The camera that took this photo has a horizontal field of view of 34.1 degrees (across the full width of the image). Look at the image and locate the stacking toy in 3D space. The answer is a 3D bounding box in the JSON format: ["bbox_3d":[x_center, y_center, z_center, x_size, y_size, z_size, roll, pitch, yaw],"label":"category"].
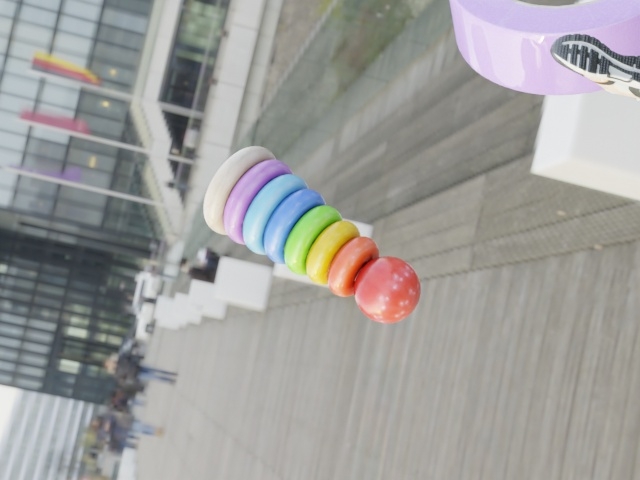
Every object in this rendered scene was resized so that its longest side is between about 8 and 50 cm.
[{"bbox_3d":[0.000,0.000,1.439,0.141,0.330,0.141,-42,-29,-30],"label":"stacking toy"}]

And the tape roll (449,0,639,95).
[{"bbox_3d":[0.285,-0.290,1.195,0.090,0.274,0.275,70,-162,-46],"label":"tape roll"}]

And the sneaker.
[{"bbox_3d":[0.262,-0.156,0.966,0.044,0.109,0.040,112,179,-69],"label":"sneaker"}]
